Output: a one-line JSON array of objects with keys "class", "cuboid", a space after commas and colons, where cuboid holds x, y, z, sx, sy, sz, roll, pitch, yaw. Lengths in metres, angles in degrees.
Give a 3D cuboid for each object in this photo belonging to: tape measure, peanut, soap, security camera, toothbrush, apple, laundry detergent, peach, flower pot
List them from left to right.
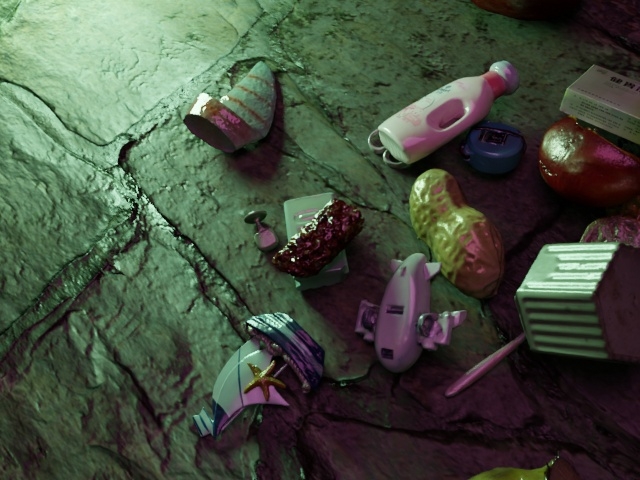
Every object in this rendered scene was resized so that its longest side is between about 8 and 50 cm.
[{"class": "security camera", "cuboid": [-0.129, -0.017, 1.828, 0.058, 0.058, 0.092, -20, 71, -4]}, {"class": "soap", "cuboid": [-0.010, 0.001, 1.784, 0.118, 0.067, 0.198, -11, 58, 3]}, {"class": "laundry detergent", "cuboid": [0.299, -0.296, 1.861, 0.335, 0.088, 0.159, -31, 43, -9]}, {"class": "peanut", "cuboid": [0.281, -0.020, 1.714, 0.149, 0.149, 0.313, -25, 54, -7]}, {"class": "tape measure", "cuboid": [0.385, -0.206, 1.841, 0.146, 0.081, 0.125, 13, 46, 17]}, {"class": "toothbrush", "cuboid": [0.368, 0.218, 1.625, 0.307, 0.030, 0.025, -35, 49, -10]}, {"class": "apple", "cuboid": [0.508, -0.678, 2.001, 0.316, 0.288, 0.288, 16, 62, 31]}, {"class": "peach", "cuboid": [0.552, -0.149, 1.706, 0.154, 0.158, 0.267, -57, 38, 18]}, {"class": "flower pot", "cuboid": [0.509, 0.116, 1.521, 0.189, 0.209, 0.239, -5, 44, 56]}]

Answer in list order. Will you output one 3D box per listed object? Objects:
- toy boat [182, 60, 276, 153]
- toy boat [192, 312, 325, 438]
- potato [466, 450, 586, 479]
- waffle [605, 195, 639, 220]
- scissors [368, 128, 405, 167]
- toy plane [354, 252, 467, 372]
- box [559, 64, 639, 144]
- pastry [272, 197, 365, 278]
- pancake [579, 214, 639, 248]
[{"class": "toy boat", "cuboid": [-0.184, -0.339, 2.018, 0.206, 0.096, 0.282, 28, 54, 15]}, {"class": "toy boat", "cuboid": [-0.135, 0.284, 1.652, 0.291, 0.067, 0.220, -45, 62, -6]}, {"class": "potato", "cuboid": [0.333, 0.510, 1.342, 0.237, 0.300, 0.289, -34, 76, 23]}, {"class": "waffle", "cuboid": [0.727, -0.098, 1.744, 0.253, 0.056, 0.249, -34, 60, -10]}, {"class": "scissors", "cuboid": [0.227, -0.269, 1.932, 0.242, 0.030, 0.118, -39, 62, -11]}, {"class": "toy plane", "cuboid": [0.175, 0.143, 1.635, 0.244, 0.117, 0.245, -14, 65, 33]}, {"class": "box", "cuboid": [0.687, -0.293, 1.826, 0.260, 0.062, 0.175, 28, 43, 23]}, {"class": "pastry", "cuboid": [0.000, -0.001, 1.685, 0.097, 0.115, 0.208, 42, 70, 13]}, {"class": "pancake", "cuboid": [0.607, 0.020, 1.684, 0.151, 0.025, 0.152, -7, 70, 20]}]
